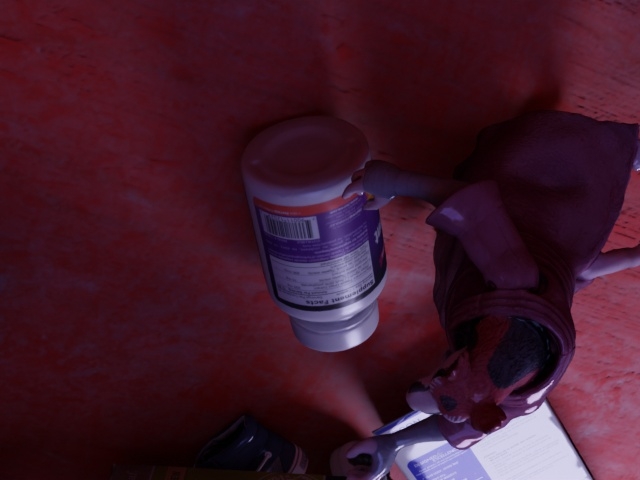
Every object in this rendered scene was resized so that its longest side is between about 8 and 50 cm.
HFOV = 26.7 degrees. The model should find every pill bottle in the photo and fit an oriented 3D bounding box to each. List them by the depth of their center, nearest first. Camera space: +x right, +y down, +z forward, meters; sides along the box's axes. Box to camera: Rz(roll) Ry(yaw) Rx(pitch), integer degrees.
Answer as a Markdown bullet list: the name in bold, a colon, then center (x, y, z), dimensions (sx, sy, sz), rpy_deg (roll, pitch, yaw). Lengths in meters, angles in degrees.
- **pill bottle**: center (0.000, 0.000, 1.147), dimensions (0.108, 0.108, 0.193), rpy_deg (-14, 130, -4)

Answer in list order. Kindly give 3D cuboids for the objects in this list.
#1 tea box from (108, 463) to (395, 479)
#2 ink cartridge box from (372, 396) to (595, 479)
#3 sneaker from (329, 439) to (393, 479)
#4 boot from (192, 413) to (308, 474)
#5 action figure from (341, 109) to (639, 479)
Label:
- **tea box**: center (-0.057, 0.410, 1.265), dimensions (0.323, 0.220, 0.329), rpy_deg (4, 114, 1)
- **ink cartridge box**: center (0.184, 0.234, 1.412), dimensions (0.165, 0.065, 0.333), rpy_deg (-27, 131, 7)
- **sneaker**: center (0.036, 0.328, 1.426), dimensions (0.118, 0.110, 0.292), rpy_deg (-10, 129, 4)
- **boot**: center (-0.107, 0.251, 1.353), dimensions (0.190, 0.069, 0.086), rpy_deg (-44, 115, 13)
- **action figure**: center (0.157, 0.054, 1.060), dimensions (0.275, 0.370, 0.248), rpy_deg (2, 115, 9)
